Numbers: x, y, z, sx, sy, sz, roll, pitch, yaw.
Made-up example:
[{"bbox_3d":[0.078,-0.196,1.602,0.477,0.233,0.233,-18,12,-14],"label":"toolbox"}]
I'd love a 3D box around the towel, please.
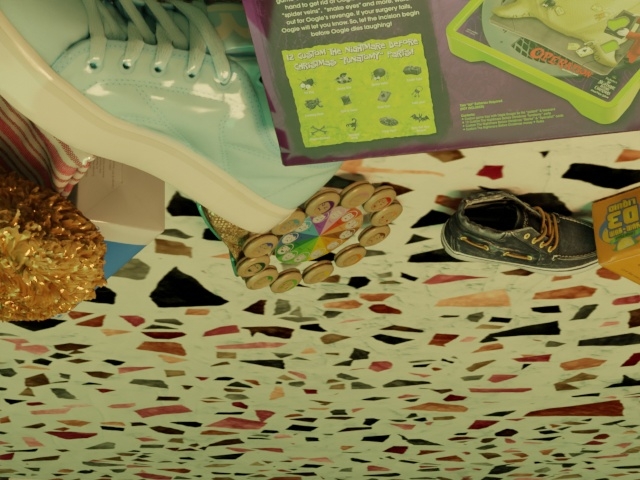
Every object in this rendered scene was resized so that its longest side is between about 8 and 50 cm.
[{"bbox_3d":[-0.246,-0.078,0.876,0.144,0.029,0.197,46,149,-6],"label":"towel"}]

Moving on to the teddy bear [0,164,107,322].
[{"bbox_3d":[-0.322,-0.038,0.872,0.338,0.113,0.245,41,152,-6],"label":"teddy bear"}]

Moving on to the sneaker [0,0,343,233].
[{"bbox_3d":[-0.099,-0.131,0.833,0.150,0.135,0.366,-39,147,17],"label":"sneaker"}]

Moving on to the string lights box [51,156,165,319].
[{"bbox_3d":[-0.221,-0.031,1.033,0.077,0.133,0.260,9,157,-28],"label":"string lights box"}]

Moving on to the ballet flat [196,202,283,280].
[{"bbox_3d":[-0.071,-0.013,1.176,0.067,0.073,0.206,-12,160,4],"label":"ballet flat"}]

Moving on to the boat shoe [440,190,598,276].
[{"bbox_3d":[0.220,-0.007,1.205,0.183,0.065,0.083,3,160,-6],"label":"boat shoe"}]

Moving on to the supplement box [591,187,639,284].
[{"bbox_3d":[0.383,0.014,1.254,0.078,0.080,0.233,-20,153,38],"label":"supplement box"}]

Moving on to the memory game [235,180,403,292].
[{"bbox_3d":[0.000,0.000,1.189,0.186,0.012,0.186,-22,154,-11],"label":"memory game"}]

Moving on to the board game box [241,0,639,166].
[{"bbox_3d":[0.125,-0.156,0.727,0.347,0.056,0.208,-5,133,11],"label":"board game box"}]
